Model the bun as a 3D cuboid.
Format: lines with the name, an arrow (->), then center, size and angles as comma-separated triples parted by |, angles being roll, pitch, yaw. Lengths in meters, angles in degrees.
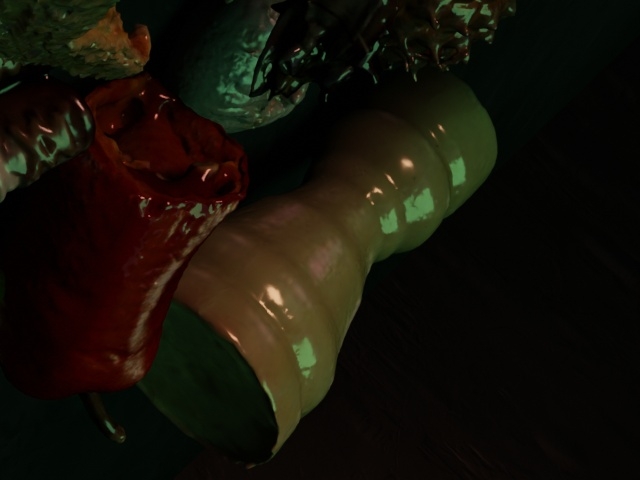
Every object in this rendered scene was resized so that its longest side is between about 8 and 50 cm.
bun -> -0.048, -0.130, 0.870 | 0.141, 0.083, 0.141 | -44, 167, -13

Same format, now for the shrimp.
shrimp -> 0.030, -0.220, 0.718 | 0.075, 0.178, 0.289 | 10, 132, -24

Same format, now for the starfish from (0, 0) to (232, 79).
starfish -> -0.043, -0.128, 0.338 | 0.293, 0.084, 0.301 | -8, 161, 32

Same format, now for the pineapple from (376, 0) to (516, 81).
pineapple -> 0.074, -0.199, 0.896 | 0.166, 0.166, 0.193 | -46, 173, -6

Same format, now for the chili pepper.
chili pepper -> -0.174, 0.046, 0.867 | 0.131, 0.134, 0.338 | -41, 166, -49

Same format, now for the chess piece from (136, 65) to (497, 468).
chess piece -> 0.000, 0.000, 1.255 | 0.442, 0.234, 0.234 | -46, 171, -34

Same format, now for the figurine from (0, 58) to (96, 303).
figurine -> -0.237, 0.025, 0.495 | 0.370, 0.167, 0.281 | -51, 143, -36
